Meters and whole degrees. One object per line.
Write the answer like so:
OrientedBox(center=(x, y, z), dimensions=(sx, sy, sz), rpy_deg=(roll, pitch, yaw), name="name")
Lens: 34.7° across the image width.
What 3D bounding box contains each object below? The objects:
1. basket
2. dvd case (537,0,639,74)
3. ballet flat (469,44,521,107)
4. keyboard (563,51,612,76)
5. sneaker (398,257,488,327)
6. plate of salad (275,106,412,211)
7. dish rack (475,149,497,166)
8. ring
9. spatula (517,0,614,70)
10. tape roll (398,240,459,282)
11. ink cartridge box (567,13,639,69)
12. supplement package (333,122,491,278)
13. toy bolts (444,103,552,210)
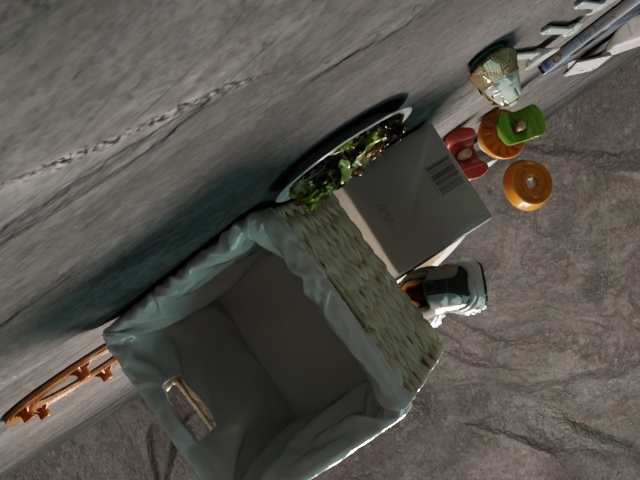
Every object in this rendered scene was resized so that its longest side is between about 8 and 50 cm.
OrientedBox(center=(-0.053, 0.142, 1.441), dimensions=(0.331, 0.328, 0.266), rpy_deg=(-37, 179, 27), name="basket")
OrientedBox(center=(0.512, -0.384, 1.796), dimensions=(0.253, 0.022, 0.180), rpy_deg=(-38, 175, 38), name="dvd case")
OrientedBox(center=(0.241, -0.212, 1.360), dimensions=(0.073, 0.067, 0.206), rpy_deg=(-33, 176, 14), name="ballet flat")
OrientedBox(center=(0.567, -0.372, 2.183), dimensions=(0.072, 0.014, 0.256), rpy_deg=(-17, -179, 8), name="keyboard")
OrientedBox(center=(0.154, 0.083, 1.587), dimensions=(0.108, 0.100, 0.271), rpy_deg=(-3, 168, -19), name="sneaker")
OrientedBox(center=(0.033, -0.095, 1.238), dimensions=(0.200, 0.048, 0.200), rpy_deg=(-33, 175, -3), name="plate of salad")
OrientedBox(center=(0.267, -0.131, 2.454), dimensions=(0.285, 0.072, 0.333), rpy_deg=(-35, 176, 23), name="dish rack")
OrientedBox(center=(-0.391, 0.228, 1.768), dimensions=(0.336, 0.032, 0.336), rpy_deg=(-34, 177, -2), name="ring")
OrientedBox(center=(0.353, -0.304, 1.506), dimensions=(0.168, 0.019, 0.242), rpy_deg=(-35, 176, 28), name="spatula")
OrientedBox(center=(0.216, 0.030, 2.439), dimensions=(0.286, 0.100, 0.286), rpy_deg=(-38, 167, -10), name="tape roll")
OrientedBox(center=(0.621, -0.423, 2.142), dimensions=(0.224, 0.056, 0.181), rpy_deg=(-16, 180, 14), name="ink cartridge box")
OrientedBox(center=(0.127, -0.041, 1.660), dimensions=(0.175, 0.177, 0.293), rpy_deg=(-32, 176, -10), name="supplement package")
OrientedBox(center=(0.324, -0.145, 2.029), dimensions=(0.228, 0.218, 0.158), rpy_deg=(-13, 175, -20), name="toy bolts")
